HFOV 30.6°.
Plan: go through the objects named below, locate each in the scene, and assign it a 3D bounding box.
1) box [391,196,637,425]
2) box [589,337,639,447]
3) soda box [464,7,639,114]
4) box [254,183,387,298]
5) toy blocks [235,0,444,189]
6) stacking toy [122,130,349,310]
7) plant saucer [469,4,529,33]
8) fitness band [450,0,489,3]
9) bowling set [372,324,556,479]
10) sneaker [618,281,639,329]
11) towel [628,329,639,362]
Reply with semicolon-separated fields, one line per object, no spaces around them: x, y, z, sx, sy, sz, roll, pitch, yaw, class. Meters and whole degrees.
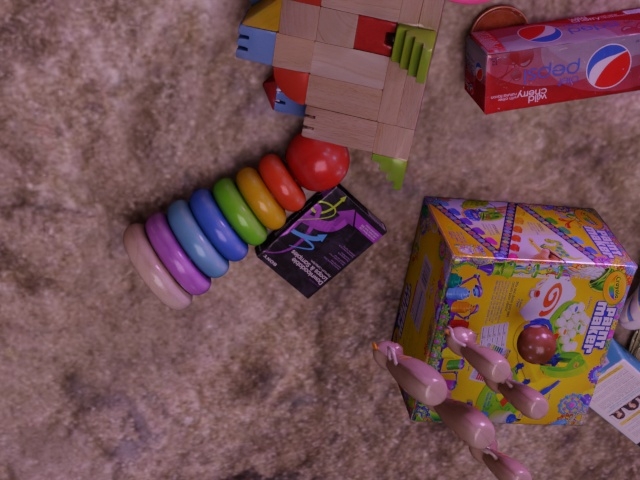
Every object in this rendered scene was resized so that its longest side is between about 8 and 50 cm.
0.276;0.109;1.749;0.279;0.177;0.290;4;119;-13;box
0.502;0.251;1.918;0.100;0.060;0.244;-39;130;17;box
0.331;-0.245;1.588;0.263;0.083;0.092;-9;124;-10;soda box
0.000;0.000;1.720;0.162;0.029;0.116;-41;119;16;box
0.016;-0.270;1.473;0.261;0.191;0.381;13;128;4;toy blocks
-0.106;-0.047;1.628;0.330;0.141;0.141;-35;121;3;stacking toy
0.244;-0.283;1.602;0.083;0.013;0.083;-5;122;-8;plant saucer
0.226;-0.435;1.483;0.209;0.054;0.291;33;111;-26;fitness band
0.232;0.193;1.625;0.200;0.154;0.287;-44;119;-6;bowling set
0.534;0.029;1.815;0.240;0.091;0.126;-42;101;15;sneaker
0.581;0.164;1.926;0.148;0.027;0.110;9;118;-14;towel
